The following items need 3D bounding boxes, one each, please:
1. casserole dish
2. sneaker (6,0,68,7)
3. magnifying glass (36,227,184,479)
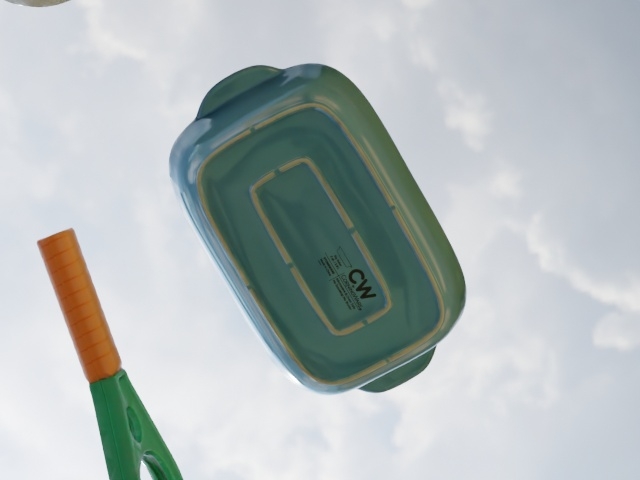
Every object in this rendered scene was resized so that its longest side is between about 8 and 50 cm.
[{"bbox_3d":[0.000,0.000,0.736,0.188,0.114,0.037,60,-174,-14],"label":"casserole dish"},{"bbox_3d":[-0.085,-0.215,0.755,0.235,0.090,0.095,-38,-44,-23],"label":"sneaker"},{"bbox_3d":[-0.120,0.104,0.874,0.092,0.026,0.231,-45,-66,-80],"label":"magnifying glass"}]
